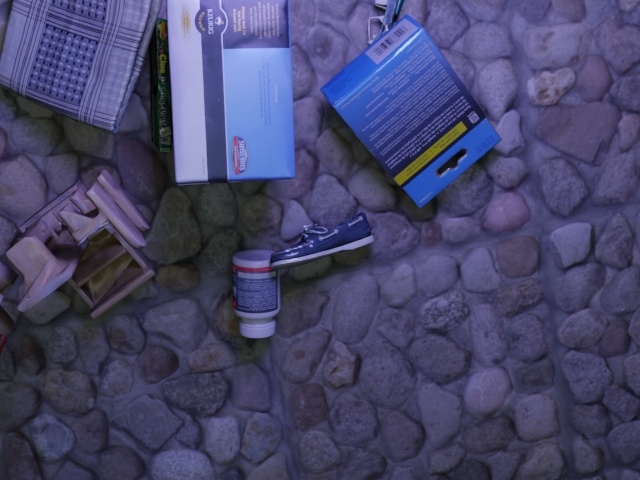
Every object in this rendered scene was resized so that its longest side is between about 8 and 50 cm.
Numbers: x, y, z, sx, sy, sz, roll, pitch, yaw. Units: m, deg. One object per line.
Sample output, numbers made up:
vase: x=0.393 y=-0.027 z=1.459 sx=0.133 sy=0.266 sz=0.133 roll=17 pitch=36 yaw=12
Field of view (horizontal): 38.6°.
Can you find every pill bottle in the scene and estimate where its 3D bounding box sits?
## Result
pill bottle: x=-0.141 y=0.118 z=2.010 sx=0.108 sy=0.108 sz=0.180 roll=-1 pitch=105 yaw=-6

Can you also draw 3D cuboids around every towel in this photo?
towel: x=-0.481 y=-0.407 z=1.792 sx=0.312 sy=0.056 sz=0.324 roll=24 pitch=100 yaw=18

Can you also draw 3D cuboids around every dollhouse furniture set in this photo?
dollhouse furniture set: x=-0.485 y=0.063 z=1.811 sx=0.362 sy=0.394 sz=0.256 roll=-37 pitch=106 yaw=5

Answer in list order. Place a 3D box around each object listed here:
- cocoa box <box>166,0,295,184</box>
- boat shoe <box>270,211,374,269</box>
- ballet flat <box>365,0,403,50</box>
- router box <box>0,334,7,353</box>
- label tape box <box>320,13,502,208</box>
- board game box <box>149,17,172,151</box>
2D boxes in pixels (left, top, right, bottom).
cocoa box: x=-0.171 y=-0.287 z=1.759 sx=0.228 sy=0.231 sz=0.347 roll=-3 pitch=96 yaw=-7
boat shoe: x=0.000 y=0.000 z=1.976 sx=0.254 sy=0.095 sz=0.079 roll=-17 pitch=89 yaw=-21
ballet flat: x=0.136 y=-0.471 z=1.904 sx=0.070 sy=0.070 sz=0.188 roll=13 pitch=100 yaw=-9
router box: x=-0.897 y=0.259 z=1.952 sx=0.301 sy=0.082 sz=0.335 roll=37 pitch=106 yaw=-19
label tape box: x=0.194 y=-0.266 z=1.928 sx=0.240 sy=0.106 sz=0.334 roll=-40 pitch=124 yaw=5
board game box: x=-0.327 y=-0.319 z=1.857 sx=0.030 sy=0.136 sz=0.260 roll=-4 pitch=107 yaw=-19
